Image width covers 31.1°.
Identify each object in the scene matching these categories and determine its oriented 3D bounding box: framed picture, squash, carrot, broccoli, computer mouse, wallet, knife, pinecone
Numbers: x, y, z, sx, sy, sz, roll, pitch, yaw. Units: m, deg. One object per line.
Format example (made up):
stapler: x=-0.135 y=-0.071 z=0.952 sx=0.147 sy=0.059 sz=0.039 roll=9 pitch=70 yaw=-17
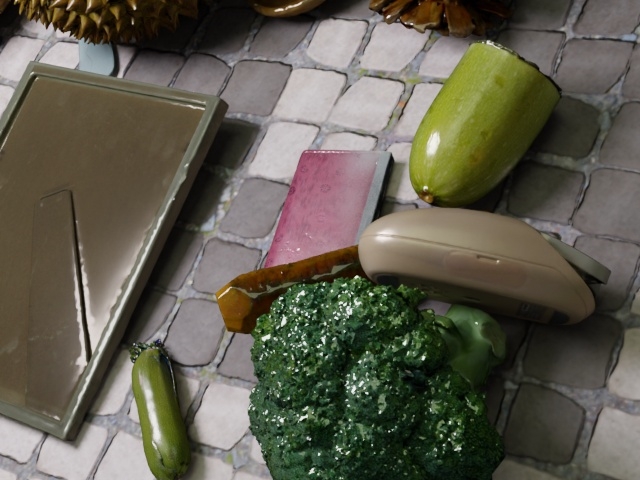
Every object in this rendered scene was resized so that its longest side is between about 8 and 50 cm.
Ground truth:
framed picture: x=-0.330 y=-0.006 z=1.408 sx=0.326 sy=0.028 sz=0.446 roll=15 pitch=73 yaw=30
squash: x=-0.173 y=0.178 z=1.236 sx=0.052 sy=0.052 sz=0.183 roll=-25 pitch=50 yaw=9
carrot: x=0.045 y=0.027 z=1.205 sx=0.314 sy=0.066 sz=0.066 roll=-19 pitch=53 yaw=-4
broccoli: x=0.066 y=0.144 z=1.045 sx=0.270 sy=0.269 sz=0.270 roll=29 pitch=45 yaw=35
computer mouse: x=0.154 y=0.020 z=1.102 sx=0.237 sy=0.145 sz=0.081 roll=10 pitch=77 yaw=10
wallet: x=0.000 y=0.000 z=1.282 sx=0.119 sy=0.025 sz=0.232 roll=4 pitch=62 yaw=26
knife: x=-0.309 y=-0.223 z=1.562 sx=0.063 sy=0.034 sz=0.260 roll=-18 pitch=52 yaw=16
squash: x=0.164 y=-0.111 z=1.222 sx=0.123 sy=0.123 sz=0.186 roll=24 pitch=75 yaw=34
pinecone: x=0.147 y=-0.327 z=1.334 sx=0.179 sy=0.150 sz=0.195 roll=19 pitch=92 yaw=19

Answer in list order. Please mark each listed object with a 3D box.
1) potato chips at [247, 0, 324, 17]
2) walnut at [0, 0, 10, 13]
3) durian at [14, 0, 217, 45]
potato chips: x=0.000 y=-0.358 z=1.493 sx=0.150 sy=0.049 sz=0.201 roll=29 pitch=77 yaw=40
walnut: x=-0.581 y=-0.426 z=1.655 sx=0.306 sy=0.306 sz=0.343 roll=-7 pitch=51 yaw=20
durian: x=-0.251 y=-0.428 z=1.464 sx=0.348 sy=0.384 sz=0.347 roll=15 pitch=47 yaw=-16
